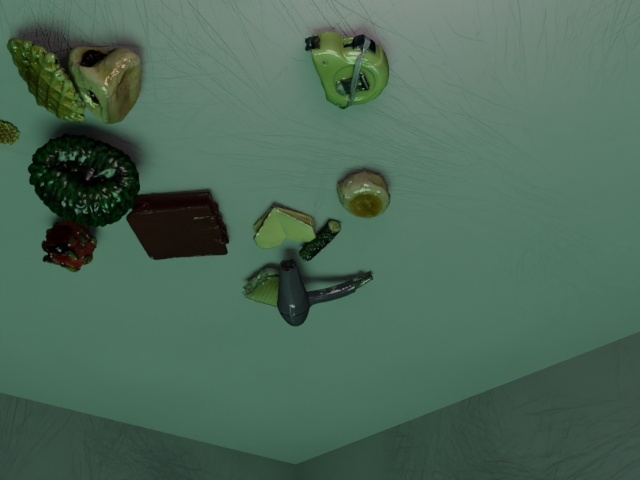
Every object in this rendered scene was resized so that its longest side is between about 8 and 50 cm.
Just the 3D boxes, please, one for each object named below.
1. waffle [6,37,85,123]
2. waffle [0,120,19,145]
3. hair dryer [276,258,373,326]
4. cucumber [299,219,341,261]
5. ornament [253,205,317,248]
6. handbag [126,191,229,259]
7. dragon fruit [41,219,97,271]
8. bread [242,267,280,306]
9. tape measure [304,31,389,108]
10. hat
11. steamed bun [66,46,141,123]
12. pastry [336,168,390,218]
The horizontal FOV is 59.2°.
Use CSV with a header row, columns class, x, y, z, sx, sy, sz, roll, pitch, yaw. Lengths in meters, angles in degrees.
class,x,y,z,sx,sy,sz,roll,pitch,yaw
waffle,-0.640,-0.372,1.316,0.208,0.054,0.214,28,148,29
waffle,-0.860,-0.291,1.525,0.085,0.016,0.078,-24,140,28
hair dryer,0.016,0.158,2.014,0.362,0.121,0.301,-14,135,-11
cucumber,0.000,-0.001,1.866,0.058,0.058,0.187,23,135,-26
ornament,-0.123,-0.050,1.805,0.201,0.059,0.180,-9,140,7
handbag,-0.445,-0.040,1.792,0.276,0.084,0.260,-5,141,6
dragon fruit,-0.810,0.027,1.822,0.167,0.160,0.172,-39,149,-18
bread,-0.202,0.177,2.073,0.173,0.064,0.232,-12,144,-4
tape measure,0.072,-0.394,1.321,0.176,0.106,0.200,-6,143,13
hat,-0.650,-0.146,1.587,0.274,0.242,0.332,35,158,-7
steamed bun,-0.521,-0.381,1.321,0.155,0.140,0.172,27,144,2
pastry,0.128,-0.134,1.669,0.166,0.088,0.165,2,139,2
